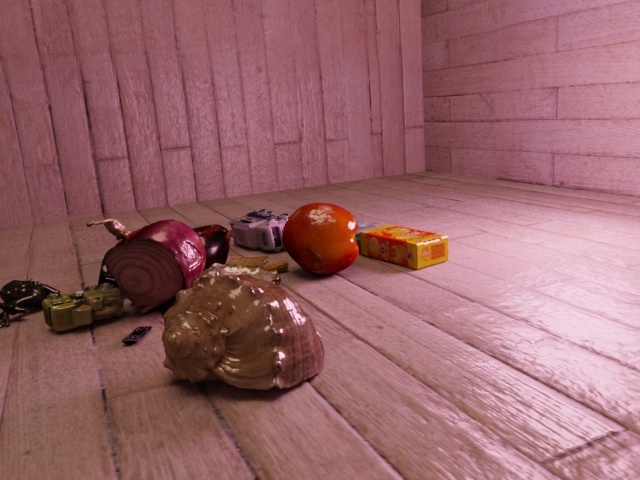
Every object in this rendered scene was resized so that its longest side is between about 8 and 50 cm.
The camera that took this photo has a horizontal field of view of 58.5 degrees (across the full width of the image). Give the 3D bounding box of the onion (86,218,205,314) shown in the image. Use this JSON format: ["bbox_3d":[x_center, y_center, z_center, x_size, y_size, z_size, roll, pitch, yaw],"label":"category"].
[{"bbox_3d":[-0.428,0.046,1.523,0.257,0.272,0.230,1,21,8],"label":"onion"}]

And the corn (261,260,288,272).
[{"bbox_3d":[-0.142,0.086,1.784,0.092,0.037,0.037,-11,15,-29],"label":"corn"}]

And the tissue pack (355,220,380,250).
[{"bbox_3d":[0.060,-0.003,1.997,0.257,0.081,0.185,-13,17,-27],"label":"tissue pack"}]

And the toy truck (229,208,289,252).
[{"bbox_3d":[-0.218,-0.032,2.124,0.156,0.124,0.268,-21,18,-30],"label":"toy truck"}]

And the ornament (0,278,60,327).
[{"bbox_3d":[-0.869,0.171,1.559,0.202,0.080,0.236,5,16,21],"label":"ornament"}]

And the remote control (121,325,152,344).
[{"bbox_3d":[-0.430,0.223,1.345,0.039,0.014,0.096,-3,12,7],"label":"remote control"}]

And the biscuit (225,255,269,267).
[{"bbox_3d":[-0.253,0.090,1.841,0.139,0.016,0.231,-3,14,7],"label":"biscuit"}]

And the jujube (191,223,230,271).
[{"bbox_3d":[-0.364,0.027,1.777,0.168,0.168,0.236,1,31,22],"label":"jujube"}]

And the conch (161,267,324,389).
[{"bbox_3d":[-0.133,0.165,1.126,0.297,0.209,0.352,24,30,35],"label":"conch"}]

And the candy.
[{"bbox_3d":[0.263,0.016,1.842,0.146,0.087,0.276,-15,17,-34],"label":"candy"}]

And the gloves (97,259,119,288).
[{"bbox_3d":[-0.551,0.095,1.710,0.204,0.124,0.164,8,23,-21],"label":"gloves"}]

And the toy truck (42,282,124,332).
[{"bbox_3d":[-0.593,0.175,1.455,0.191,0.085,0.116,-12,20,-36],"label":"toy truck"}]

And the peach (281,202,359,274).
[{"bbox_3d":[0.000,0.000,1.750,0.244,0.243,0.199,-4,-31,0],"label":"peach"}]

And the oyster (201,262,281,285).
[{"bbox_3d":[-0.242,0.117,1.593,0.260,0.092,0.198,2,12,-14],"label":"oyster"}]
